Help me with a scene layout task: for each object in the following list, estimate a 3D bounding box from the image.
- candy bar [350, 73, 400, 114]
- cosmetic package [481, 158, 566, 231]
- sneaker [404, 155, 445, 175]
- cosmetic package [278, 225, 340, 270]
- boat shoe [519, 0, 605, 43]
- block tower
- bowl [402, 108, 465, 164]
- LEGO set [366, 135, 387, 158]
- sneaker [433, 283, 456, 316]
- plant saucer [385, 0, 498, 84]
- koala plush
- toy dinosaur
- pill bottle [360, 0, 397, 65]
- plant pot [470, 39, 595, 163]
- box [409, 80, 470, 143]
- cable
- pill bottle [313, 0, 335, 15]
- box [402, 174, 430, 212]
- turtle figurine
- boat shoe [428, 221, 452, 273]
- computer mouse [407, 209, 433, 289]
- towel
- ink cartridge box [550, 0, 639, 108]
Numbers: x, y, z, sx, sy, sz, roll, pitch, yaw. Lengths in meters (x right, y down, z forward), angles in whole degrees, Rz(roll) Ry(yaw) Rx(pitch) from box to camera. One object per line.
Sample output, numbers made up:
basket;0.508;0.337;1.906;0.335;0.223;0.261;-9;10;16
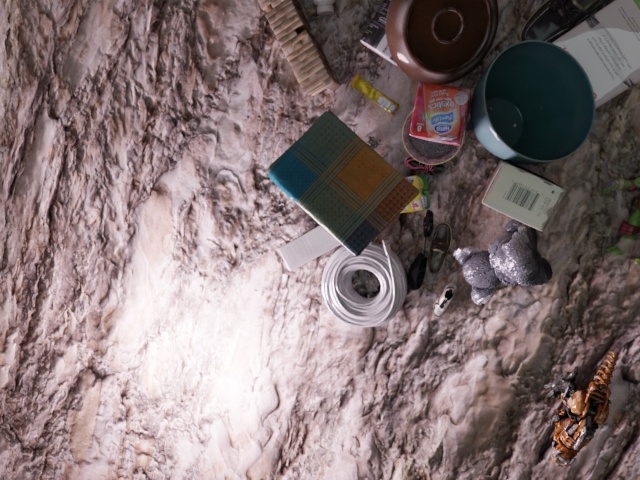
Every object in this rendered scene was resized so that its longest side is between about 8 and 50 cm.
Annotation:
candy bar;0.157;-0.419;1.661;0.161;0.018;0.040;37;111;7
cosmetic package;0.504;-0.124;1.454;0.160;0.309;0.113;28;105;12
sneaker;0.295;-0.211;1.635;0.119;0.057;0.047;14;101;13
cosmetic package;0.000;0.000;1.726;0.231;0.117;0.085;-30;88;17
boat shoe;0.633;-0.594;1.451;0.285;0.092;0.103;-33;89;19
block tower;-0.065;-0.577;1.664;0.097;0.091;0.335;-28;90;20
bowl;0.316;-0.296;1.601;0.170;0.080;0.170;2;98;16
LEGO set;0.160;-0.272;1.681;0.083;0.023;0.054;34;107;9
sneaker;0.361;0.177;1.686;0.040;0.044;0.109;26;107;9
plant saucer;0.325;-0.559;1.495;0.310;0.050;0.311;-4;116;-9
koala plush;0.484;0.066;1.567;0.221;0.203;0.196;-20;92;30
toy dinosaur;0.711;0.447;1.534;0.164;0.218;0.322;45;108;6
pill bottle;0.224;-0.610;1.550;0.130;0.130;0.246;36;107;8
plant pot;0.489;-0.316;1.426;0.290;0.195;0.290;1;85;-12
box;0.300;-0.308;1.426;0.122;0.257;0.128;12;101;13
cable;0.131;0.129;1.723;0.257;0.089;0.257;-21;93;19
pill bottle;0.010;-0.705;1.632;0.067;0.067;0.120;-2;98;17
box;0.226;-0.131;1.676;0.179;0.043;0.105;-7;96;20
turtle figurine;0.787;-0.074;1.426;0.197;0.274;0.266;16;113;29
boat shoe;0.345;0.024;1.661;0.056;0.049;0.152;10;101;15
computer mouse;0.288;0.027;1.672;0.041;0.071;0.242;15;102;29
towel;0.060;-0.167;1.646;0.370;0.040;0.271;43;83;13
ink cartridge box;0.732;-0.474;1.430;0.273;0.115;0.198;-32;88;19
